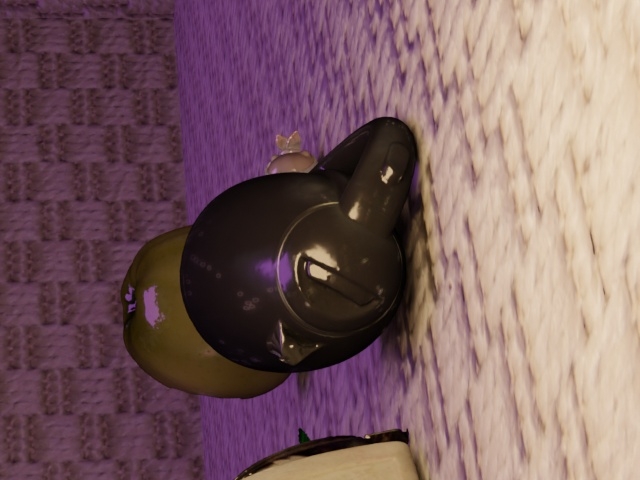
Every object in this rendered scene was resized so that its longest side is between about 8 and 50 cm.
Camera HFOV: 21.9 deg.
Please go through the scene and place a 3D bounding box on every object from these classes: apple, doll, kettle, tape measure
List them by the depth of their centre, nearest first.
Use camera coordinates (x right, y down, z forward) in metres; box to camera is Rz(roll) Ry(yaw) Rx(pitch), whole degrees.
[{"bbox_3d":[-0.011,0.297,1.521,0.271,0.231,0.133,-102,12,-49],"label":"tape measure"},{"bbox_3d":[0.000,0.000,1.625,0.268,0.207,0.290,-64,11,-10],"label":"kettle"},{"bbox_3d":[-0.031,-0.078,2.142,0.084,0.073,0.127,-5,-88,-67],"label":"doll"},{"bbox_3d":[-0.143,0.096,2.324,0.279,0.279,0.279,179,90,-81],"label":"apple"}]

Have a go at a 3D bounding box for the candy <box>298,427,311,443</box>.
[{"bbox_3d":[-0.028,0.361,2.116,0.141,0.078,0.203,-75,4,-52],"label":"candy"}]
